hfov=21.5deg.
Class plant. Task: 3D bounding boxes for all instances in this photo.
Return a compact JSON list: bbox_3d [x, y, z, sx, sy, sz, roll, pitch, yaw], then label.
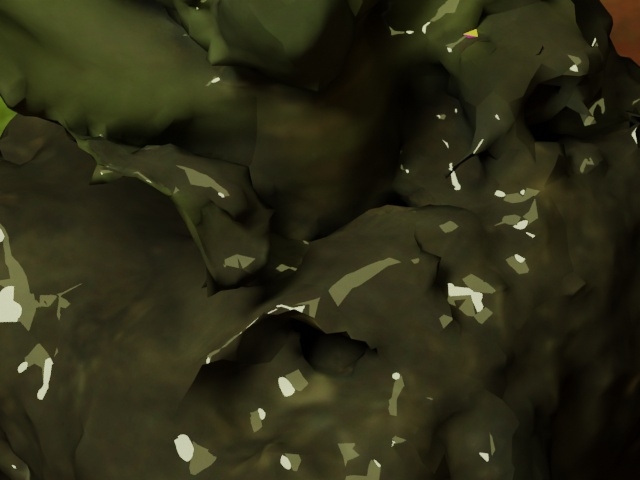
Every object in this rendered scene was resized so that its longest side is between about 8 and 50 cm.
[{"bbox_3d":[0.000,0.000,0.482,0.213,0.312,0.215,32,54,27],"label":"plant"}]

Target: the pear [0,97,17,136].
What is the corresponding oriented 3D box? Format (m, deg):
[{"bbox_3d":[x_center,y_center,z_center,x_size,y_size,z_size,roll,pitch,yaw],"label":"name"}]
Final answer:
[{"bbox_3d":[-0.194,-0.116,0.663,0.255,0.238,0.164,-13,40,-4],"label":"pear"}]
